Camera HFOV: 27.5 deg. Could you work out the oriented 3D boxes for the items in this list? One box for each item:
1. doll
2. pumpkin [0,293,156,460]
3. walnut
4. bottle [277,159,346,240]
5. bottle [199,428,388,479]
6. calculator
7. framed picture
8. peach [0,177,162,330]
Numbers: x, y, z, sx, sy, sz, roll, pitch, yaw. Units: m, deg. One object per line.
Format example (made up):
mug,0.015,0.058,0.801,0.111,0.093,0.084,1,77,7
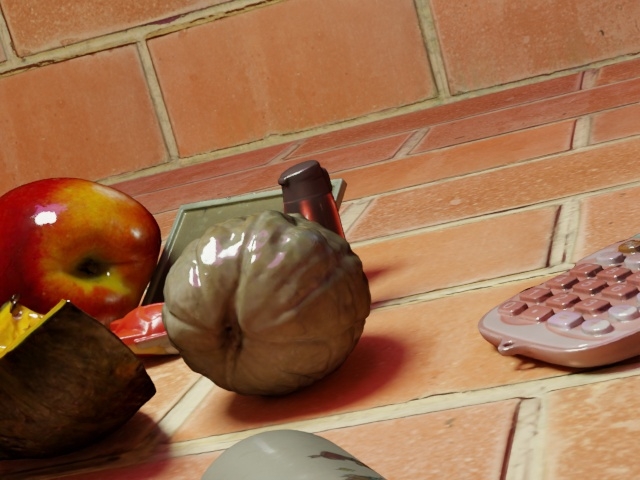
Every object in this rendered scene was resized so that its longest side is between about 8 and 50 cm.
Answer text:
doll,-0.157,0.091,1.387,0.169,0.057,0.109,-14,9,9
pumpkin,-0.252,0.148,1.137,0.169,0.148,0.312,-53,13,-16
walnut,-0.042,0.052,1.166,0.178,0.178,0.230,-13,7,13
bottle,0.000,0.000,1.342,0.060,0.164,0.060,-15,10,3
bottle,0.013,0.168,0.629,0.110,0.110,0.233,-19,12,-17
calculator,0.287,0.035,1.101,0.330,0.048,0.220,-22,13,-19
framed picture,-0.094,0.020,1.490,0.250,0.016,0.184,-8,51,35
peach,-0.304,0.024,1.527,0.243,0.199,0.243,-24,20,9
